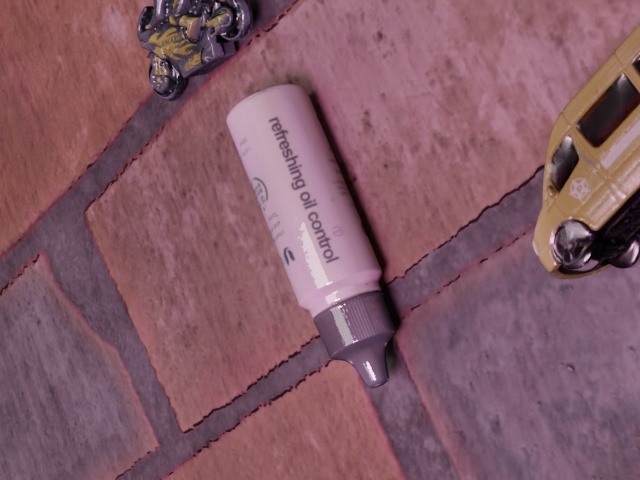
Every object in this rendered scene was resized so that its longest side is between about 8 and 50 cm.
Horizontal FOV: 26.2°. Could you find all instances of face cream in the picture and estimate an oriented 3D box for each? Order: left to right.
[{"bbox_3d":[0.000,0.000,1.357,0.092,0.092,0.311,-32,74,38],"label":"face cream"}]

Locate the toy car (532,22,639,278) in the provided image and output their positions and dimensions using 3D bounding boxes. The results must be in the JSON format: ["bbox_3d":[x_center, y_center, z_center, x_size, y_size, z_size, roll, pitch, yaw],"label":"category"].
[{"bbox_3d":[0.260,-0.083,1.114,0.256,0.101,0.124,-50,58,31],"label":"toy car"}]

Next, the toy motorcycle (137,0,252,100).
[{"bbox_3d":[-0.144,-0.238,1.479,0.193,0.061,0.124,-33,79,47],"label":"toy motorcycle"}]
